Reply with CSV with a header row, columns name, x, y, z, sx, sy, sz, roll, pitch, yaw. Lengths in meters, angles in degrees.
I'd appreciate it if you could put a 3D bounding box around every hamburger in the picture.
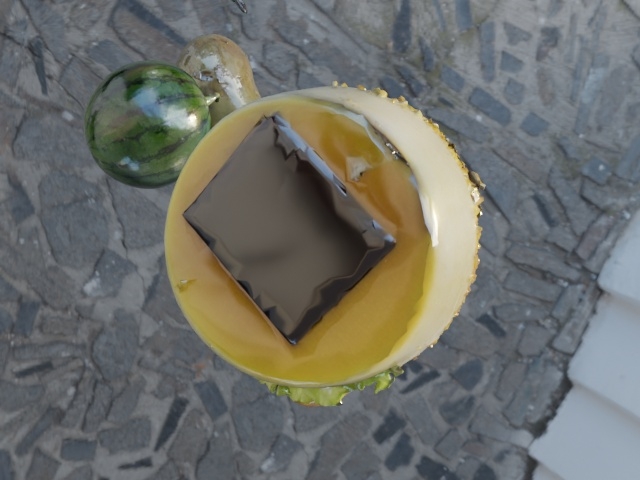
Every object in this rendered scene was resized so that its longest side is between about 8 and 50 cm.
name,x,y,z,sx,sy,sz,roll,pitch,yaw
hamburger,0.000,0.000,0.667,0.276,0.179,0.294,45,106,12

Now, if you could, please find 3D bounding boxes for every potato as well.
name,x,y,z,sx,sy,sz,roll,pitch,yaw
potato,-0.181,-0.238,1.317,0.165,0.165,0.262,-23,98,-15

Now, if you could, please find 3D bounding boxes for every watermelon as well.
name,x,y,z,sx,sy,sz,roll,pitch,yaw
watermelon,-0.245,-0.177,1.099,0.214,0.188,0.188,-22,112,-10

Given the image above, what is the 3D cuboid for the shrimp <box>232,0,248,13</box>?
name,x,y,z,sx,sy,sz,roll,pitch,yaw
shrimp,-0.102,-0.446,1.183,0.051,0.217,0.150,-8,138,-55
